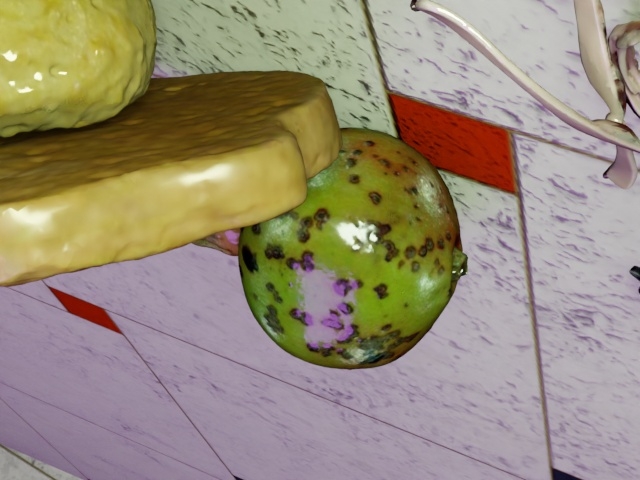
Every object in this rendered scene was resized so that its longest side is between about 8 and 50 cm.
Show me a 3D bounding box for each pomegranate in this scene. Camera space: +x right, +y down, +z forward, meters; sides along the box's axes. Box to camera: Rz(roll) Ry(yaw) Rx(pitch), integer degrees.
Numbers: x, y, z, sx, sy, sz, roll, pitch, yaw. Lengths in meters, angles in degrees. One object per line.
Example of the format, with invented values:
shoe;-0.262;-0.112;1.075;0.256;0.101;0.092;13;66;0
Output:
pomegranate;0.000;0.000;0.935;0.205;0.159;0.159;14;157;27

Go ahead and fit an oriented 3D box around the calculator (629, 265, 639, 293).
calculator;0.308;0.079;0.853;0.268;0.040;0.177;26;174;5

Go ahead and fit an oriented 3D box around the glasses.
glasses;0.147;-0.079;0.596;0.162;0.095;0.255;16;154;49

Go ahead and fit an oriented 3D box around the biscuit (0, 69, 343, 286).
biscuit;-0.178;-0.033;0.816;0.385;0.062;0.365;-7;-165;2

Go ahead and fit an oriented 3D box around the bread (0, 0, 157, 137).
bread;-0.213;-0.132;0.825;0.244;0.244;0.134;11;110;39
